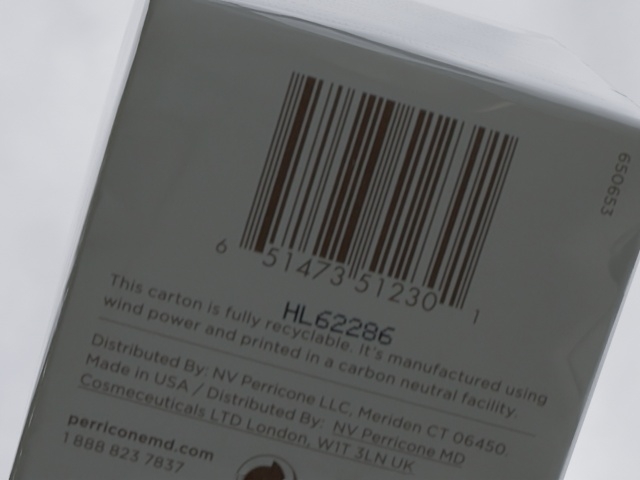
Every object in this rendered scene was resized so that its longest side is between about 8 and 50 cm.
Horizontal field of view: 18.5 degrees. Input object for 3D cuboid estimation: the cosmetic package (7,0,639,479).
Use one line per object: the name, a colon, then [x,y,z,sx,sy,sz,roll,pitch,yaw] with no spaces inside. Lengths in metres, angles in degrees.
cosmetic package: [0.000,0.000,1.323,0.329,0.393,0.327,15,-77,-7]
